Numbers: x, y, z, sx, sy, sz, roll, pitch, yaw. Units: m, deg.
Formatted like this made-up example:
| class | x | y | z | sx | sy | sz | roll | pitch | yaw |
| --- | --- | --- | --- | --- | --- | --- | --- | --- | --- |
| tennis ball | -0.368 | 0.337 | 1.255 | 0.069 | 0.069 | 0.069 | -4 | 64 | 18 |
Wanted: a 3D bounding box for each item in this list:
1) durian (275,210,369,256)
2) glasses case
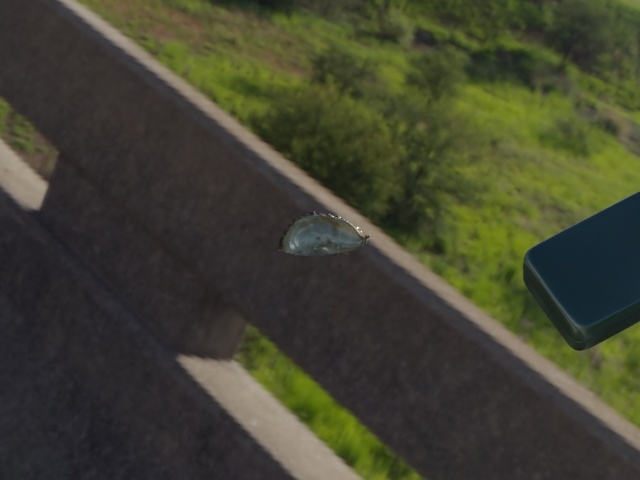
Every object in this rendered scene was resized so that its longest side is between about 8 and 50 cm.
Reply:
| class | x | y | z | sx | sy | sz | roll | pitch | yaw |
| --- | --- | --- | --- | --- | --- | --- | --- | --- | --- |
| durian | 0.000 | -0.008 | 1.569 | 0.130 | 0.052 | 0.066 | -7 | 20 | -12 |
| glasses case | 0.242 | 0.005 | 0.830 | 0.078 | 0.184 | 0.039 | 58 | -10 | 30 |
